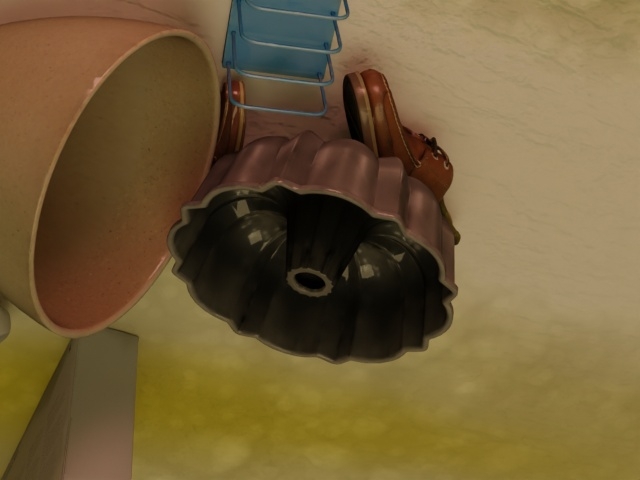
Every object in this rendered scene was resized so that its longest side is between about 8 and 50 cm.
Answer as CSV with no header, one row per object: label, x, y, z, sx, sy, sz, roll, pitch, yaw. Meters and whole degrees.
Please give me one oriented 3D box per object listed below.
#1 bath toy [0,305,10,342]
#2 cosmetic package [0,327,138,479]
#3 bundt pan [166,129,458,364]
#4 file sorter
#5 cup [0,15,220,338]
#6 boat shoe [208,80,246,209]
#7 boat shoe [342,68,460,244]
bath toy,-0.551,0.165,1.408,0.348,0.151,0.129,-39,88,22
cosmetic package,-0.357,0.340,1.466,0.097,0.284,0.377,18,125,-22
bundt pan,0.000,0.000,1.232,0.330,0.124,0.331,10,144,7
file sorter,-0.034,-0.230,1.158,0.118,0.104,0.170,6,129,-11
cup,-0.287,-0.098,1.128,0.237,0.331,0.331,24,130,16
boat shoe,-0.126,-0.109,1.270,0.060,0.064,0.178,7,130,-15
boat shoe,0.101,-0.090,1.298,0.104,0.111,0.307,-16,139,1
